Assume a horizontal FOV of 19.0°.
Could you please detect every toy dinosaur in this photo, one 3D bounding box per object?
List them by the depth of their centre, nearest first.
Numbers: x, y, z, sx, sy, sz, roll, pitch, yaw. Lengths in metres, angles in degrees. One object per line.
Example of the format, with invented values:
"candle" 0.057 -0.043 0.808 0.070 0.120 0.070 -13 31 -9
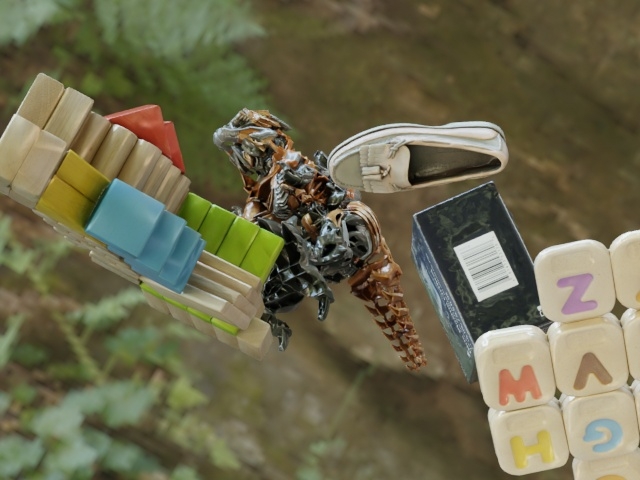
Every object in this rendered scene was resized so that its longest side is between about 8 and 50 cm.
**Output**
"toy dinosaur" 0.000 0.000 2.034 0.218 0.322 0.164 -38 -25 -48

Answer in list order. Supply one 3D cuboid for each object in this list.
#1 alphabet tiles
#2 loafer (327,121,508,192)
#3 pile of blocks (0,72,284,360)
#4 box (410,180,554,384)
"alphabet tiles" 0.266 0.103 1.471 0.021 0.284 0.278 -96 -7 -53
"loafer" 0.067 -0.056 1.315 0.039 0.125 0.045 -98 -1 -62
"pile of blocks" -0.109 -0.023 1.409 0.112 0.149 0.362 -63 -30 -10
"box" 0.162 0.046 1.929 0.093 0.156 0.158 -23 -16 -4
